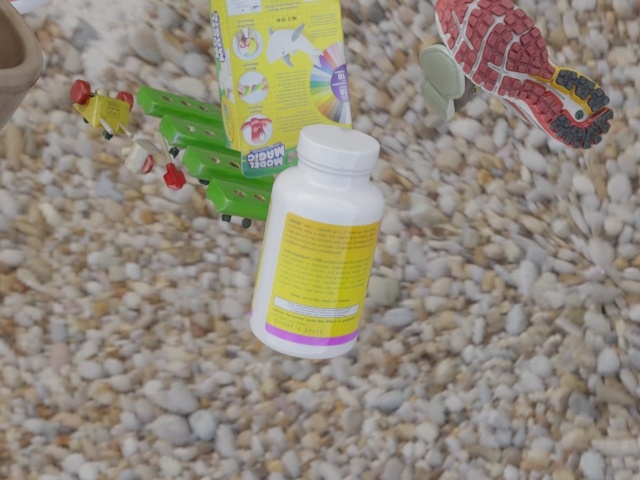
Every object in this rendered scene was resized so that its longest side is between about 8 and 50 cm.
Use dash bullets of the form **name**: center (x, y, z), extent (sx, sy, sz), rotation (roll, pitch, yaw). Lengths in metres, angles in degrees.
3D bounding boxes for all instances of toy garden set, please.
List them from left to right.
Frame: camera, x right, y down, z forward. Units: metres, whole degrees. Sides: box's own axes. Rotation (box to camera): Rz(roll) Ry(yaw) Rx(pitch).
- **toy garden set**: center (-0.159, -0.092, 1.524), extent (0.049, 0.204, 0.244), rotation (-60, 43, 21)

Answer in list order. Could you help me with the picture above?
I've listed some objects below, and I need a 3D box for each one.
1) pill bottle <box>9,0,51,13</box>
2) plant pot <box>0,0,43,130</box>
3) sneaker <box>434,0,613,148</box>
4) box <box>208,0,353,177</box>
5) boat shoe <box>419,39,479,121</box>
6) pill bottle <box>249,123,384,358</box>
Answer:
- **pill bottle**: center (-0.472, -0.492, 1.944), extent (0.181, 0.181, 0.323), rotation (4, 127, 12)
- **plant pot**: center (-0.337, -0.085, 0.837), extent (0.263, 0.263, 0.229), rotation (38, 107, 10)
- **sneaker**: center (0.197, -0.175, 1.420), extent (0.225, 0.093, 0.088), rotation (41, 88, -22)
- **box**: center (-0.032, -0.146, 1.125), extent (0.105, 0.043, 0.179), rotation (-10, 102, -21)
- **boat shoe**: center (0.182, -0.231, 1.863), extent (0.069, 0.228, 0.081), rotation (-39, 81, -7)
- **pill bottle**: center (0.000, 0.000, 0.522), extent (0.043, 0.043, 0.083), rotation (16, 112, 12)
